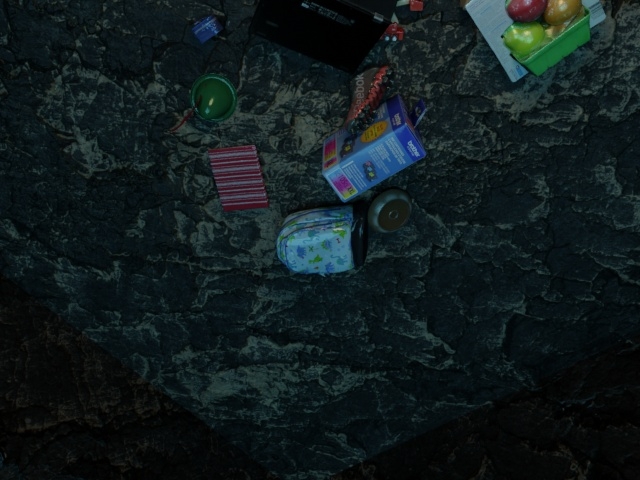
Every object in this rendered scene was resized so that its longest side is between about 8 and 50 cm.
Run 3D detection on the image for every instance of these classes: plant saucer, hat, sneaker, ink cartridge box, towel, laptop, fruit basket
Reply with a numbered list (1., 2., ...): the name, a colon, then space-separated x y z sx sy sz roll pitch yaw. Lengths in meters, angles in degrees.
1. plant saucer: 0.284 -0.107 2.060 0.198 0.036 0.198 -10 123 -16
2. hat: -0.403 -0.467 1.842 0.173 0.183 0.208 25 120 -11
3. sneaker: 0.142 -0.487 1.780 0.135 0.276 0.097 24 168 24
4. ink cartridge box: 0.205 -0.343 1.825 0.395 0.270 0.151 -28 122 19
5. towel: -0.322 -0.243 2.067 0.199 0.031 0.275 -5 120 9
6. laptop: 0.032 -0.786 1.601 0.382 0.236 0.408 17 154 -18
7. fruit basket: 0.660 -0.705 1.598 0.327 0.165 0.353 -36 125 23

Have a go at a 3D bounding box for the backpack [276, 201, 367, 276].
1. backpack: 0.000 0.000 2.086 0.355 0.273 0.290 7 127 12

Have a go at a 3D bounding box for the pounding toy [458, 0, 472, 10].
1. pounding toy: 0.472 -0.837 1.583 0.155 0.154 0.269 10 141 -2

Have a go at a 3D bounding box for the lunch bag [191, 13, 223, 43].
1. lunch bag: -0.387 -0.717 1.754 0.098 0.067 0.065 -25 117 19

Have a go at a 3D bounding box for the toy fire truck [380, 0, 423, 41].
1. toy fire truck: 0.231 -0.727 1.703 0.192 0.047 0.135 3 132 1
